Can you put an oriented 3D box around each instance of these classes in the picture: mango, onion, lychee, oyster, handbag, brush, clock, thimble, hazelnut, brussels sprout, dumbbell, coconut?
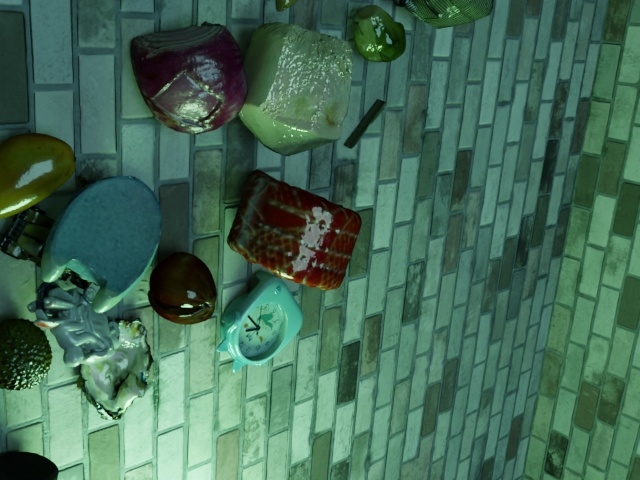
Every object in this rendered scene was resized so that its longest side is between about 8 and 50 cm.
[{"bbox_3d":[-0.628,-0.132,1.509,0.253,0.113,0.138,-36,118,-15],"label":"mango"},{"bbox_3d":[-0.288,-0.362,1.665,0.250,0.111,0.247,-14,105,-10],"label":"onion"},{"bbox_3d":[-0.659,0.251,1.586,0.171,0.171,0.171,-18,118,-39],"label":"lychee"},{"bbox_3d":[-0.504,0.323,1.824,0.198,0.092,0.259,-15,98,-38],"label":"oyster"},{"bbox_3d":[0.350,-0.798,2.103,0.240,0.247,0.340,0,94,-47],"label":"handbag"},{"bbox_3d":[0.137,-0.349,2.228,0.190,0.034,0.027,-54,151,-16],"label":"brush"},{"bbox_3d":[-0.187,0.241,2.098,0.274,0.094,0.223,-43,131,-21],"label":"clock"},{"bbox_3d":[-0.069,-0.026,1.939,0.350,0.350,0.230,19,94,-46],"label":"thimble"},{"bbox_3d":[-0.338,0.128,1.844,0.178,0.178,0.204,-28,141,-34],"label":"hazelnut"},{"bbox_3d":[0.170,-0.583,2.094,0.183,0.131,0.145,7,95,-50],"label":"brussels sprout"},{"bbox_3d":[-0.702,0.618,1.696,0.152,0.152,0.218,8,100,-46],"label":"dumbbell"},{"bbox_3d":[-0.065,-0.366,1.844,0.297,0.297,0.309,7,98,-45],"label":"coconut"}]

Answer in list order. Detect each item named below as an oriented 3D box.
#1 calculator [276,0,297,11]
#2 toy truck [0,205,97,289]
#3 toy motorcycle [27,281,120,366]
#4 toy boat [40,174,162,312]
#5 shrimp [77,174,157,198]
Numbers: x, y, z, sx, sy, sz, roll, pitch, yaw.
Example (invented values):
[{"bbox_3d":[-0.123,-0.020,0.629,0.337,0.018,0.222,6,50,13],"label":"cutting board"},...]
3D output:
[{"bbox_3d":[-0.062,-0.715,1.889,0.236,0.033,0.157,-56,134,-15],"label":"calculator"},{"bbox_3d":[-0.565,0.024,1.621,0.257,0.127,0.127,33,83,-42],"label":"toy truck"},{"bbox_3d":[-0.545,0.204,1.655,0.260,0.110,0.170,47,32,-48],"label":"toy motorcycle"},{"bbox_3d":[-0.466,0.002,1.575,0.215,0.123,0.330,32,47,-20],"label":"toy boat"},{"bbox_3d":[-0.469,-0.092,1.730,0.251,0.052,0.143,51,57,-49],"label":"shrimp"}]
